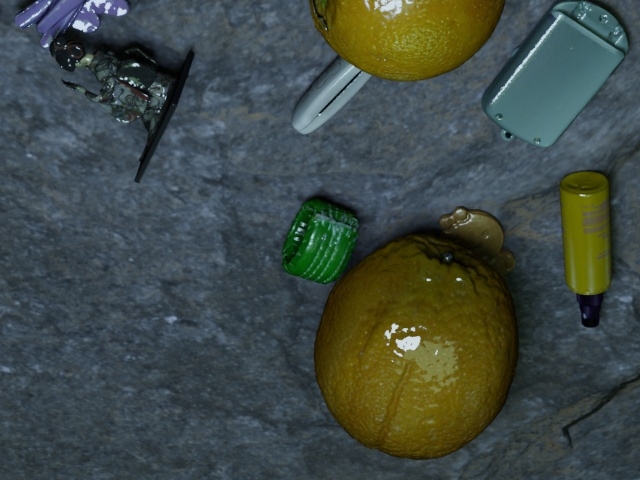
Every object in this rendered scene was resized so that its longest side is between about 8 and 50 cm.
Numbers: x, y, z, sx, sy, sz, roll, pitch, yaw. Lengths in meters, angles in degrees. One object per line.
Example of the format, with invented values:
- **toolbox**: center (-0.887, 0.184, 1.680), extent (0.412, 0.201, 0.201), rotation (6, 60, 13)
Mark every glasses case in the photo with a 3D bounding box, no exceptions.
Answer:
- **glasses case**: center (0.028, -0.235, 1.653), extent (0.049, 0.074, 0.193), rotation (36, 114, -23)

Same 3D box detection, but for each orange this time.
- **orange**: center (0.150, 0.162, 1.745), extent (0.322, 0.322, 0.356), rotation (8, 124, -6)
- **orange**: center (0.114, -0.343, 1.480), extent (0.274, 0.274, 0.274), rotation (0, 120, -1)

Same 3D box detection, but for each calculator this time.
- **calculator**: center (0.349, -0.246, 1.668), extent (0.141, 0.045, 0.246), rotation (28, 116, -16)

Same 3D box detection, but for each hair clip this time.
- **hair clip**: center (-0.305, -0.376, 1.567), extent (0.278, 0.090, 0.137), rotation (-31, 129, 24)

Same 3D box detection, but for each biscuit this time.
- **biscuit**: center (0.256, 0.029, 1.839), extent (0.134, 0.027, 0.184), rotation (3, 120, -1)

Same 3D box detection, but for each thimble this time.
- **thimble**: center (0.000, 0.000, 1.767), extent (0.090, 0.118, 0.130), rotation (21, 136, -17)

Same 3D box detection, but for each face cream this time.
- **face cream**: center (0.434, 0.023, 1.808), extent (0.078, 0.078, 0.273), rotation (-8, 120, 4)

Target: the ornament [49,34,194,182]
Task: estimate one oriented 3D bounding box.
- **ornament**: center (-0.306, -0.223, 1.607), extent (0.196, 0.166, 0.153), rotation (25, 126, -13)
